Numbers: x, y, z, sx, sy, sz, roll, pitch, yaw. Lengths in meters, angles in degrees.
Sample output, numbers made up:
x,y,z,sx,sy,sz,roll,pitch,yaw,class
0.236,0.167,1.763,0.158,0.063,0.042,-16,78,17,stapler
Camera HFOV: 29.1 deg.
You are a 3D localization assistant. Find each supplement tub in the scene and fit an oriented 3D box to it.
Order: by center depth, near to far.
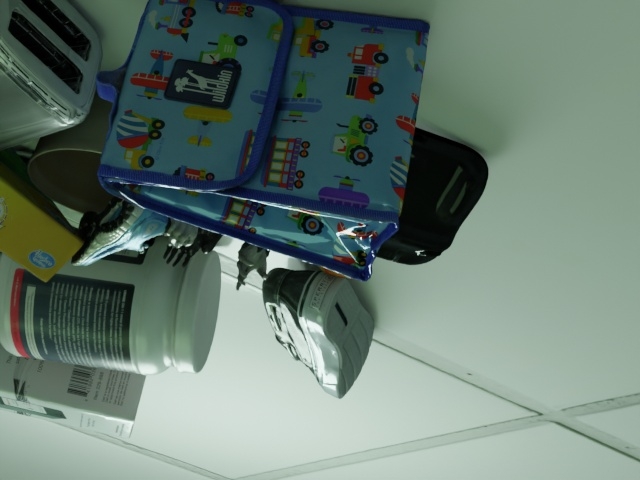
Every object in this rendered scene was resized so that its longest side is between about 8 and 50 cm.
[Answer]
x,y,z,sx,sy,sz,roll,pitch,yaw,class
-0.285,0.079,1.667,0.272,0.191,0.191,8,154,6,supplement tub

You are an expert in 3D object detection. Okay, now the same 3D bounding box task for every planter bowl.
x,y,z,sx,sy,sz,roll,pitch,yaw,class
-0.233,-0.105,1.369,0.162,0.109,0.162,8,154,4,planter bowl

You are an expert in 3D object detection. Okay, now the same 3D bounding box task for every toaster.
x,y,z,sx,sy,sz,roll,pitch,yaw,class
-0.322,-0.189,1.216,0.146,0.129,0.227,-9,147,27,toaster

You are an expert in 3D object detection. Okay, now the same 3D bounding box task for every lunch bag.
x,y,z,sx,sy,sz,roll,pitch,yaw,class
-0.065,-0.115,1.156,0.293,0.221,0.138,13,154,-5,lunch bag

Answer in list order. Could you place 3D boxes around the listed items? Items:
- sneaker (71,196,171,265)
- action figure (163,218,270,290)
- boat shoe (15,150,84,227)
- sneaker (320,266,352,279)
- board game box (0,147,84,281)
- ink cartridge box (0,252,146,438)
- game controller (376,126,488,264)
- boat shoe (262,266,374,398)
x,y,z,sx,sy,sz,roll,pitch,yaw,class
-0.224,-0.001,1.379,0.073,0.063,0.162,23,152,-31,sneaker
-0.112,-0.023,1.458,0.164,0.141,0.275,37,147,-29,action figure
-0.312,-0.065,1.543,0.184,0.066,0.063,26,152,-10,boat shoe
0.000,0.000,1.550,0.067,0.064,0.175,11,153,22,sneaker
-0.416,-0.110,1.317,0.242,0.064,0.316,45,180,40,board game box
-0.398,0.155,1.845,0.289,0.211,0.121,15,155,-6,ink cartridge box
0.024,-0.070,1.341,0.319,0.067,0.166,17,118,-22,game controller
-0.005,0.118,1.757,0.119,0.121,0.335,22,156,20,boat shoe
